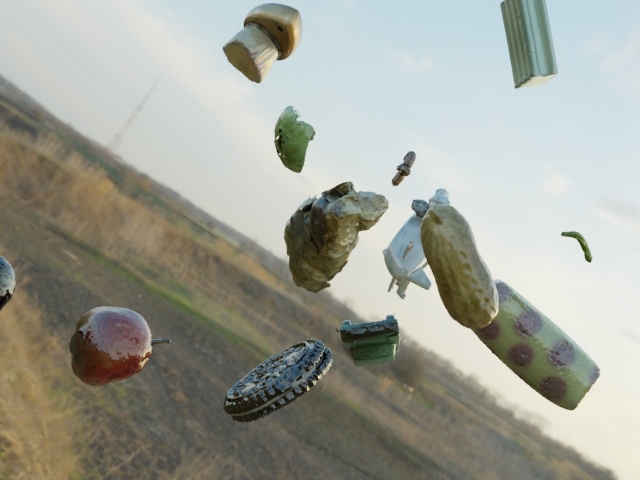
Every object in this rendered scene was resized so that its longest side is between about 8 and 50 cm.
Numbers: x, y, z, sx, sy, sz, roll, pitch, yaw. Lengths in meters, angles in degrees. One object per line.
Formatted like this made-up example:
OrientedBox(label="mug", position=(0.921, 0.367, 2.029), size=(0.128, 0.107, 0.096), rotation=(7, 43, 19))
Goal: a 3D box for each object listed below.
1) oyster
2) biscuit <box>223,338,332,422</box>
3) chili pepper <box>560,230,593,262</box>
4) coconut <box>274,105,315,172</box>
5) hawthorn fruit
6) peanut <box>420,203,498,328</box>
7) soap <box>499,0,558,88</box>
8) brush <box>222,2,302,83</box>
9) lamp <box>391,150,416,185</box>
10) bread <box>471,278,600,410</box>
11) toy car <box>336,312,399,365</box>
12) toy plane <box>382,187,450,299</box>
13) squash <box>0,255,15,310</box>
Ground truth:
OrientedBox(label="oyster", position=(0.001, -0.016, 1.220), size=(0.107, 0.161, 0.233), rotation=(-7, -16, -40))
OrientedBox(label="biscuit", position=(-0.068, 0.222, 1.242), size=(0.053, 0.194, 0.194), rotation=(58, -7, -7))
OrientedBox(label="chili pepper", position=(0.434, 0.007, 1.306), size=(0.083, 0.030, 0.017), rotation=(47, -22, -23))
OrientedBox(label="coconut", position=(-0.066, -0.233, 1.798), size=(0.055, 0.158, 0.133), rotation=(-14, 2, -30))
OrientedBox(label="hawthorn fruit", position=(-0.542, 0.276, 2.113), size=(0.266, 0.210, 0.230), rotation=(-8, -4, -15))
OrientedBox(label="peanut", position=(0.234, 0.044, 1.332), size=(0.226, 0.095, 0.108), rotation=(67, 16, -2))
OrientedBox(label="soap", position=(0.451, -0.440, 1.691), size=(0.066, 0.198, 0.119), rotation=(-10, -1, -7))
OrientedBox(label="brush", position=(-0.158, -0.577, 2.242), size=(0.174, 0.166, 0.266), rotation=(45, -19, -15))
OrientedBox(label="lamp", position=(0.174, -0.154, 1.608), size=(0.031, 0.083, 0.063), rotation=(36, -36, -3))
OrientedBox(label="bread", position=(0.505, 0.249, 1.887), size=(0.338, 0.155, 0.187), rotation=(42, 7, 11))
OrientedBox(label="toy car", position=(0.118, 0.244, 1.852), size=(0.141, 0.097, 0.321), rotation=(-9, -17, 3))
OrientedBox(label="toy plane", position=(0.197, 0.013, 1.531), size=(0.117, 0.245, 0.245), rotation=(28, -5, 12))
OrientedBox(label="squash", position=(-0.860, 0.115, 1.944), size=(0.193, 0.193, 0.156), rotation=(32, -9, 25))
